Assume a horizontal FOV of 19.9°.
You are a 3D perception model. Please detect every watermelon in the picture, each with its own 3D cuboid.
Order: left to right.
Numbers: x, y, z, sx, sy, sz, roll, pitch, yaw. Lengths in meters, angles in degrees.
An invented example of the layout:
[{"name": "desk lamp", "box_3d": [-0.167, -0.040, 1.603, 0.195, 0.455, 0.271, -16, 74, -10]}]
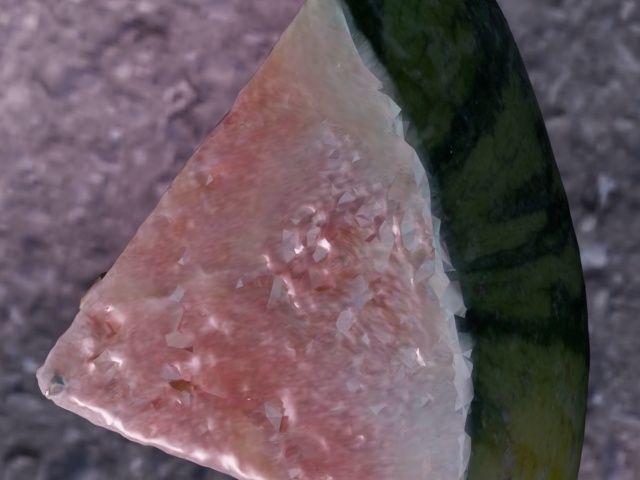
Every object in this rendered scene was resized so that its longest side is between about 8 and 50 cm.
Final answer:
[{"name": "watermelon", "box_3d": [0.000, 0.000, 0.727, 0.201, 0.213, 0.261, -8, 93, 9]}]
